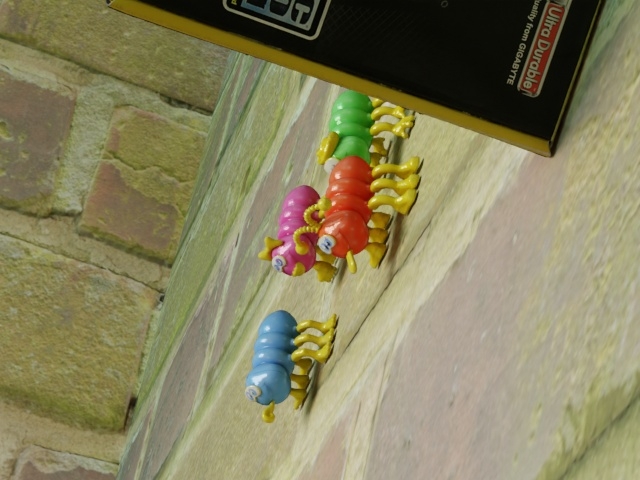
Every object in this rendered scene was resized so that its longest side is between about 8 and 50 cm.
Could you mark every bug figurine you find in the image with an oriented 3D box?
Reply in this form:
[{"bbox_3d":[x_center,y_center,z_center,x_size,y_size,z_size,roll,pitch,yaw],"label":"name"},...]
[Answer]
[{"bbox_3d":[0.000,0.000,1.492,0.279,0.072,0.216,116,169,-45],"label":"bug figurine"}]

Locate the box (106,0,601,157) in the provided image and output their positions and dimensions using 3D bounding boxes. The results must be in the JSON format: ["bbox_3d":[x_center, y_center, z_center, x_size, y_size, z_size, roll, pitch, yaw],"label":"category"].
[{"bbox_3d":[0.051,-0.238,1.028,0.079,0.257,0.322,-137,66,-81],"label":"box"}]
